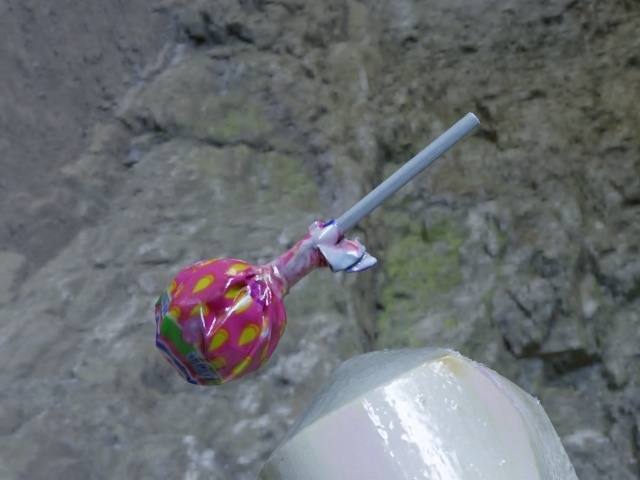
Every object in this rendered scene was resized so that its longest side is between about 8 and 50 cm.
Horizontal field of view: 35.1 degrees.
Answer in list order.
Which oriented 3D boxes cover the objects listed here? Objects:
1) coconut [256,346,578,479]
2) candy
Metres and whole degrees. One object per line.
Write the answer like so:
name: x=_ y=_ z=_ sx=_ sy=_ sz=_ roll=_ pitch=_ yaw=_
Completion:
coconut: x=0.068 y=0.179 z=0.728 sx=0.241 sy=0.241 sz=0.241 roll=-10 pitch=90 yaw=-75
candy: x=0.000 y=0.000 z=0.943 sx=0.124 sy=0.365 sz=0.124 roll=51 pitch=2 yaw=-2
